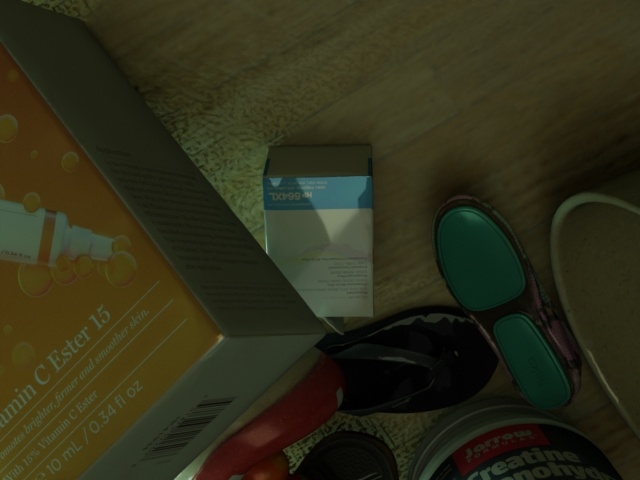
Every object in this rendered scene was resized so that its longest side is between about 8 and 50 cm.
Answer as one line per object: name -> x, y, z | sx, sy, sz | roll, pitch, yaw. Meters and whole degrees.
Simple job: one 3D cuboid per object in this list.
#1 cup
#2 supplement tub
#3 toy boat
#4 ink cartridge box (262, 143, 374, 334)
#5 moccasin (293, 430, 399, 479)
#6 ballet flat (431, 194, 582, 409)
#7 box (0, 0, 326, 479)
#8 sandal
cup -> 0.374, 0.051, 1.026 | 0.237, 0.331, 0.331 | -30, 109, -13
supplement tub -> 0.181, 0.262, 1.091 | 0.191, 0.272, 0.191 | -3, 109, -9
toy boat -> -0.047, 0.194, 1.105 | 0.151, 0.151, 0.231 | 37, 120, 4
ink cartridge box -> 0.000, 0.000, 1.104 | 0.090, 0.092, 0.143 | 0, 110, 2
moccasin -> 0.016, 0.359, 1.219 | 0.139, 0.147, 0.380 | 4, 98, 17
ballet flat -> 0.161, 0.045, 1.125 | 0.077, 0.079, 0.221 | -22, 111, 26
box -> -0.200, 0.010, 0.988 | 0.215, 0.168, 0.345 | -45, 71, 16
sandal -> 0.037, 0.120, 1.169 | 0.254, 0.054, 0.097 | -8, 110, 4
